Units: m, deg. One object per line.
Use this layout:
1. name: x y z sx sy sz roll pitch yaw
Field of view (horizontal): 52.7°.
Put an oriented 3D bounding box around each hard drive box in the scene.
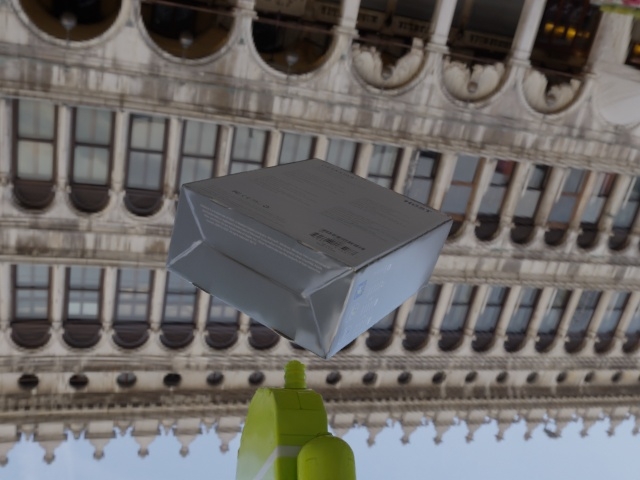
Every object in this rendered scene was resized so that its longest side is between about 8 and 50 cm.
1. hard drive box: 0.000 0.000 0.631 0.181 0.089 0.232 27 -156 23

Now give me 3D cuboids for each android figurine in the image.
1. android figurine: -0.030 0.234 0.520 0.056 0.248 0.272 8 -130 -15
